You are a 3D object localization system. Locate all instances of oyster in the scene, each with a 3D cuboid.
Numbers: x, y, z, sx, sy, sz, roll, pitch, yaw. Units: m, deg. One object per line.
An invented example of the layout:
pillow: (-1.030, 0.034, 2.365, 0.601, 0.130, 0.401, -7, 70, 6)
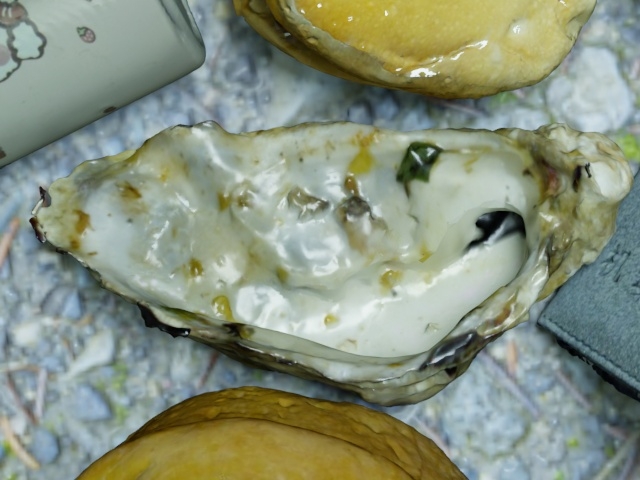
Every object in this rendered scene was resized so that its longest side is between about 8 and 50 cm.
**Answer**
oyster: (0.002, -0.004, 0.721, 0.294, 0.094, 0.166, 13, 73, 12)

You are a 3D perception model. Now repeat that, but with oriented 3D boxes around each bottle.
bottle: (-0.183, -0.087, 0.705, 0.233, 0.110, 0.110, -26, 90, 3)

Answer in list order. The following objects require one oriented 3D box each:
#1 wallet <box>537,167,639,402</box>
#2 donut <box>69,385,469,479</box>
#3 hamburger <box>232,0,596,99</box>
wallet: (0.199, 0.011, 0.643, 0.036, 0.222, 0.167, 32, 94, -26)
donut: (-0.035, 0.230, 0.664, 0.317, 0.150, 0.299, -43, 95, 13)
hamburger: (0.054, -0.173, 0.672, 0.213, 0.108, 0.214, -2, 95, -21)
